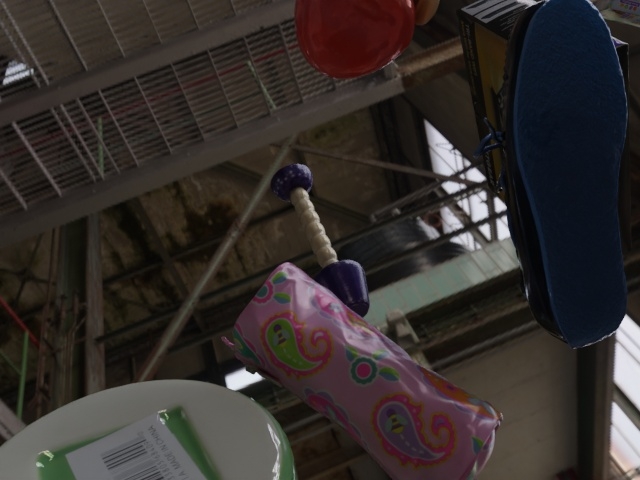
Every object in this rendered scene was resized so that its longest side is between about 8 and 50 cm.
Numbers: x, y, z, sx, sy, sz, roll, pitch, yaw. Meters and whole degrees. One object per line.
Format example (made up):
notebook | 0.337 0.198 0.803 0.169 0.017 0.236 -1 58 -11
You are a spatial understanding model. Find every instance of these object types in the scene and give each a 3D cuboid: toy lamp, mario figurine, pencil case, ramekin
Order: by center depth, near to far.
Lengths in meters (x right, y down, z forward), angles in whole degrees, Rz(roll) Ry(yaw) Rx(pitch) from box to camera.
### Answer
ramekin | -0.152 0.251 0.539 0.303 0.303 0.148 -9 -68 -14
mario figurine | 0.082 -0.300 0.622 0.170 0.198 0.321 32 -90 -49
pencil case | 0.037 0.141 0.637 0.124 0.284 0.124 -45 -25 -28
toy lamp | 0.000 0.000 0.934 0.080 0.275 0.080 -15 -37 -12

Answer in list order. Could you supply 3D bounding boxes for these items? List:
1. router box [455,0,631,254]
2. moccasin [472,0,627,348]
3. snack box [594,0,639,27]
router box | 0.293 -0.143 0.835 0.081 0.243 0.309 -26 -52 -3
moccasin | 0.220 -0.061 0.642 0.137 0.117 0.342 -7 -77 -12
snack box | 0.515 -0.360 1.003 0.141 0.100 0.037 16 -75 4
